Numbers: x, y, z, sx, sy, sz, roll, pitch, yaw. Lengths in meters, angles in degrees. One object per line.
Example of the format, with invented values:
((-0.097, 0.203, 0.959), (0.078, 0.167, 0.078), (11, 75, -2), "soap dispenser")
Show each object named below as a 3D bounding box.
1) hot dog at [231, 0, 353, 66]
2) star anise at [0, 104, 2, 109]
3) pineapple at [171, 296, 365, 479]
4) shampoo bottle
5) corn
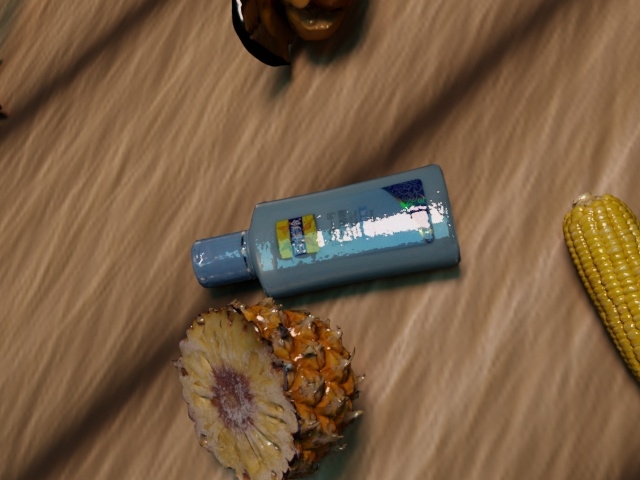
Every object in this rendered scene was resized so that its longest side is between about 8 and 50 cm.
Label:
((-0.004, -0.347, 0.665), (0.107, 0.194, 0.326), (0, 85, 19), "hot dog")
((-0.490, -0.222, 0.765), (0.237, 0.148, 0.346), (38, 94, 19), "star anise")
((-0.024, 0.121, 0.559), (0.176, 0.137, 0.161), (-34, 75, 43), "pineapple")
((0.000, 0.000, 0.621), (0.258, 0.061, 0.104), (-12, 69, 10), "shampoo bottle")
((0.270, 0.051, 0.538), (0.067, 0.067, 0.206), (-23, 72, 5), "corn")
